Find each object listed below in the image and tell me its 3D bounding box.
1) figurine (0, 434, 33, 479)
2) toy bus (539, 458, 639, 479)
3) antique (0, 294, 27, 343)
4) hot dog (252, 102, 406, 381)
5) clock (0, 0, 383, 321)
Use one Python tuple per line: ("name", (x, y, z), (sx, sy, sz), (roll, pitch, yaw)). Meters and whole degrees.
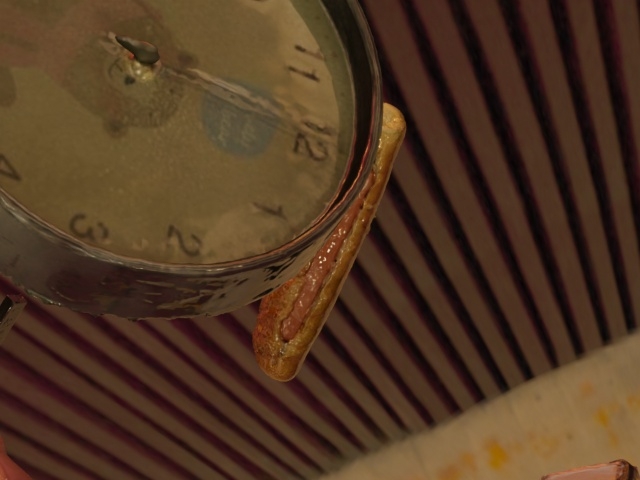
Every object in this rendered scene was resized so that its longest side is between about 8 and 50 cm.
("figurine", (-0.326, 0.265, 1.547), (0.173, 0.173, 0.173), (-4, 71, 12))
("toy bus", (0.255, 0.346, 1.659), (0.112, 0.317, 0.138), (-14, 112, 24))
("antique", (-0.374, 0.135, 1.848), (0.015, 0.031, 0.192), (42, 109, 18))
("hot dog", (0.003, 0.001, 1.578), (0.061, 0.088, 0.286), (22, 107, -9))
("clock", (-0.094, -0.093, 0.904), (0.280, 0.055, 0.280), (12, 60, -22))
